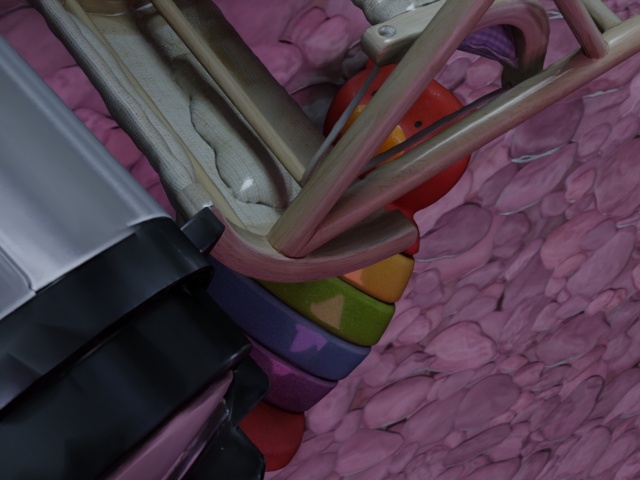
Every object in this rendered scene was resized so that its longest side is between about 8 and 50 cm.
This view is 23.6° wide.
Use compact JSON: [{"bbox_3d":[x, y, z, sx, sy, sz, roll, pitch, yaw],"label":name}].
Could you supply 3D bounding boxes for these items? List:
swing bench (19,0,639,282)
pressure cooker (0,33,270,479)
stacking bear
[{"bbox_3d":[-0.007,-0.137,0.838,0.255,0.253,0.165,-41,147,6],"label":"swing bench"},{"bbox_3d":[-0.235,0.067,0.582,0.370,0.420,0.375,-44,178,3],"label":"pressure cooker"},{"bbox_3d":[0.000,0.000,1.112,0.289,0.175,0.164,-53,160,8],"label":"stacking bear"}]
